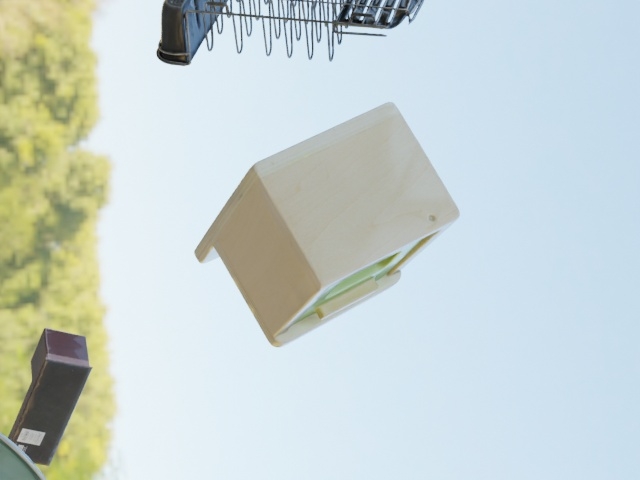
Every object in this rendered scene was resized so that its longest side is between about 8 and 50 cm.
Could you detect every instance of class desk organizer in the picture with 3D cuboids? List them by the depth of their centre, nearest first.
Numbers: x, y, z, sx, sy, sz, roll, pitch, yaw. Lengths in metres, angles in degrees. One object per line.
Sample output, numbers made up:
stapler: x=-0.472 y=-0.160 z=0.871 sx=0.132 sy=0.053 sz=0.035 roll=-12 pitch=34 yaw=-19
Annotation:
desk organizer: x=-0.266 y=0.152 z=1.340 sx=0.130 sy=0.047 sz=0.050 roll=-63 pitch=-153 yaw=27

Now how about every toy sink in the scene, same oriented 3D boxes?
toy sink: x=0.000 y=0.000 z=1.265 sx=0.131 sy=0.152 sz=0.234 roll=60 pitch=-26 yaw=8

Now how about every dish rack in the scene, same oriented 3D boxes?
dish rack: x=-0.023 y=-0.256 z=1.463 sx=0.208 sy=0.271 sz=0.074 roll=-70 pitch=162 yaw=-50

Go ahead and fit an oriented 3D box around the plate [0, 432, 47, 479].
plate: x=-0.266 y=0.199 z=1.104 sx=0.024 sy=0.188 sz=0.188 roll=-47 pitch=157 yaw=-45
